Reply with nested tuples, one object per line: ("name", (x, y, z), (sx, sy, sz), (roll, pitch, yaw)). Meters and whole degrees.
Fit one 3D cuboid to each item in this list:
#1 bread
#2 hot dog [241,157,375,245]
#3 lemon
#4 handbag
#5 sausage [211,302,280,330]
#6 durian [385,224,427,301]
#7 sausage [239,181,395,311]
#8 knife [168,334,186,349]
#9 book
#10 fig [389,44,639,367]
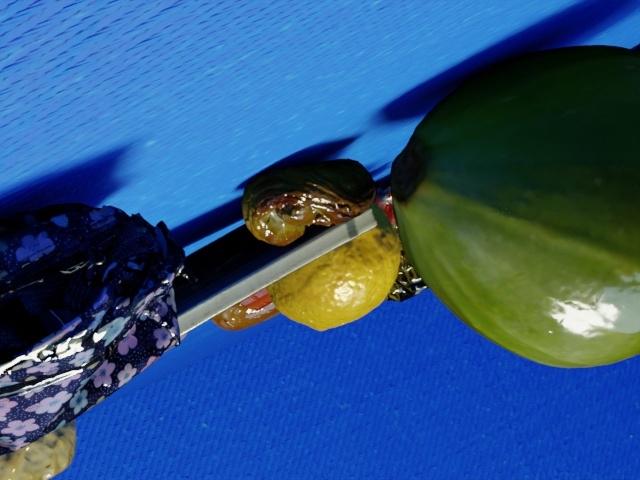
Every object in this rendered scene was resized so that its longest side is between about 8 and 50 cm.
("bread", (-0.428, 0.277, 2.256), (0.244, 0.134, 0.244), (-29, 178, -1))
("hot dog", (-0.010, -0.038, 1.520), (0.099, 0.065, 0.147), (-22, 176, 23))
("lemon", (0.005, 0.023, 1.816), (0.142, 0.142, 0.187), (-23, 172, -37))
("handbag", (-0.199, 0.057, 1.125), (0.228, 0.127, 0.208), (-28, 164, -13))
("sausage", (-0.008, 0.031, 2.197), (0.302, 0.076, 0.103), (-25, 174, -23))
("durian", (0.105, -0.006, 2.053), (0.193, 0.138, 0.237), (-28, 174, 18))
("sausage", (0.000, 0.000, 1.944), (0.274, 0.074, 0.074), (-30, 174, 42))
("knife", (-0.196, 0.099, 2.164), (0.081, 0.043, 0.336), (-32, 174, -10))
("book", (-0.089, 0.027, 1.620), (0.269, 0.025, 0.191), (-30, -165, -8))
("fig", (0.204, -0.037, 1.516), (0.316, 0.316, 0.316), (-27, 175, -2))
